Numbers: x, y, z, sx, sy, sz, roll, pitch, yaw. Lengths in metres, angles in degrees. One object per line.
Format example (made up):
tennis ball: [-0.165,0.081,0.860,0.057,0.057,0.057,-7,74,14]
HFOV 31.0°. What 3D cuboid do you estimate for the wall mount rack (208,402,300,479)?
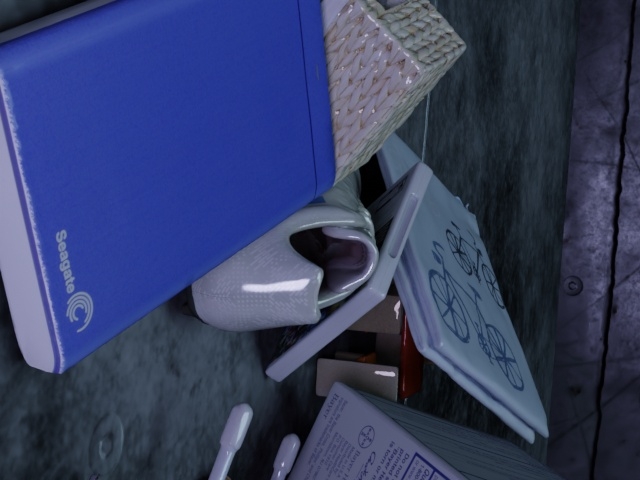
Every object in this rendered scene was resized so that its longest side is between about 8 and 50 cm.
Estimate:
wall mount rack: [-0.050,0.312,0.960,0.350,0.130,0.304,62,8,-71]

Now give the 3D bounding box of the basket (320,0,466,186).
basket: [0.029,-0.136,0.976,0.167,0.103,0.113,-48,174,35]

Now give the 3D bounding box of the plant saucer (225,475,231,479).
plant saucer: [-0.097,0.245,1.002,0.083,0.015,0.083,5,90,-69]

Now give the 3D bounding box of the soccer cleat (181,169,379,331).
soccer cleat: [0.000,0.000,1.026,0.331,0.143,0.116,-44,135,-60]

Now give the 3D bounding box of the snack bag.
snack bag: [0.149,0.038,1.334,0.323,0.037,0.343,39,30,-50]

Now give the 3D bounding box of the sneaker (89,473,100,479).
sneaker: [-0.151,0.210,0.822,0.069,0.038,0.098,-58,146,-49]

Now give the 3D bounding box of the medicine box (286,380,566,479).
medicine box: [0.148,0.286,1.117,0.263,0.289,0.149,24,95,-33]

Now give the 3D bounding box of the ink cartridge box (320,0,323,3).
ink cartridge box: [-0.041,-0.220,0.982,0.209,0.062,0.109,-36,129,-63]

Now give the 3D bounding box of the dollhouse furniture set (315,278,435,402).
dollhouse furniture set: [0.104,0.159,1.341,0.262,0.135,0.259,-7,101,-69]

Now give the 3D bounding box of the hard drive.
hard drive: [-0.098,-0.076,0.802,0.318,0.040,0.210,-36,129,-47]

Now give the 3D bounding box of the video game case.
video game case: [0.027,0.031,1.103,0.190,0.022,0.173,-43,-164,46]
